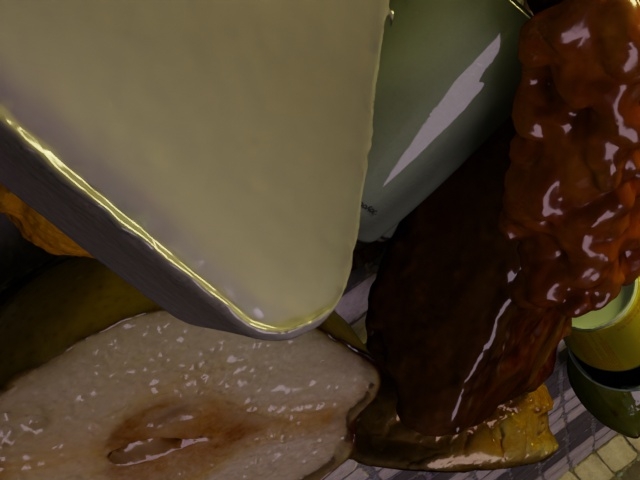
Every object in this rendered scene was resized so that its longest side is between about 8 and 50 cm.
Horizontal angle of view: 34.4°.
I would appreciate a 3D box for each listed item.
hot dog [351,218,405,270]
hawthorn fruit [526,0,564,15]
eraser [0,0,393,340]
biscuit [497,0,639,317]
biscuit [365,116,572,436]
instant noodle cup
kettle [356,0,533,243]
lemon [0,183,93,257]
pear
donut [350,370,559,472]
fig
[{"bbox_3d":[0.000,0.000,1.096,0.252,0.069,0.131,-34,148,-9],"label":"hot dog"},{"bbox_3d":[0.254,-0.244,0.950,0.172,0.148,0.148,-47,153,-15],"label":"hawthorn fruit"},{"bbox_3d":[-0.121,-0.120,0.626,0.331,0.150,0.332,-1,91,-30],"label":"eraser"},{"bbox_3d":[0.281,-0.114,0.874,0.318,0.110,0.312,-30,136,-33],"label":"biscuit"},{"bbox_3d":[0.212,-0.001,1.148,0.342,0.166,0.395,-9,125,-61],"label":"biscuit"},{"bbox_3d":[0.462,0.110,1.654,0.215,0.215,0.236,-42,141,7],"label":"instant noodle cup"},{"bbox_3d":[0.049,-0.140,0.892,0.240,0.165,0.255,33,112,-29],"label":"kettle"},{"bbox_3d":[-0.155,-0.058,0.770,0.187,0.142,0.142,-14,143,-39],"label":"lemon"},{"bbox_3d":[-0.156,0.122,0.961,0.386,0.191,0.340,-2,132,-29],"label":"pear"},{"bbox_3d":[0.170,0.225,1.417,0.330,0.330,0.160,0,99,-48],"label":"donut"},{"bbox_3d":[0.581,0.258,1.953,0.202,0.225,0.203,-19,168,-4],"label":"fig"}]
